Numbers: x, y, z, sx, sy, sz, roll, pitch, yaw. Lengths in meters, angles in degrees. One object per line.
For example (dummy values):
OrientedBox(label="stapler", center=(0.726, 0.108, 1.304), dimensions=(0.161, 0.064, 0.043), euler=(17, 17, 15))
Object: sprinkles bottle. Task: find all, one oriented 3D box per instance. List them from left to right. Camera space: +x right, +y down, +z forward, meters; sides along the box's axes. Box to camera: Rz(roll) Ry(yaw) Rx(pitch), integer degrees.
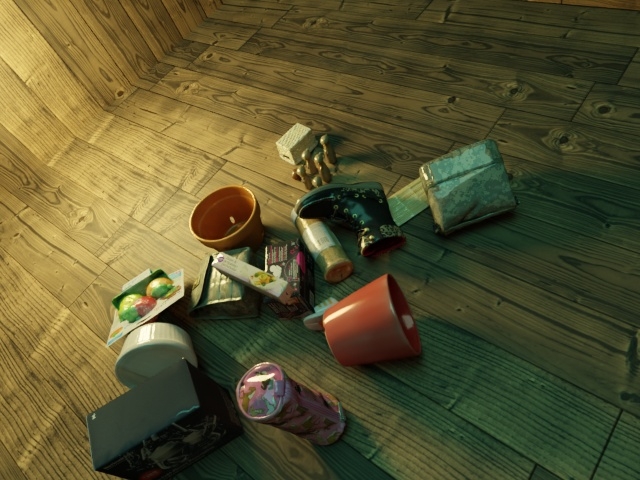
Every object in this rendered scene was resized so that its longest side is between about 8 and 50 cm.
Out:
OrientedBox(label="sprinkles bottle", center=(0.000, 0.000, 1.862), dimensions=(0.121, 0.121, 0.355), euler=(-29, 51, -2))

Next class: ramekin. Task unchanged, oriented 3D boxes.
OrientedBox(label="ramekin", center=(-0.575, 0.408, 1.697), dimensions=(0.273, 0.272, 0.127), euler=(-24, 40, 3))

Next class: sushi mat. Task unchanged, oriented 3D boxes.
OrientedBox(label="sushi mat", center=(0.382, -0.176, 1.915), dimensions=(0.317, 0.019, 0.151), euler=(-34, 52, -6))

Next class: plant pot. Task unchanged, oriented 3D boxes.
OrientedBox(label="plant pot", center=(-0.363, -0.056, 1.986), dimensions=(0.291, 0.203, 0.290), euler=(-10, 53, 13))
OrientedBox(label="plant pot", center=(0.157, 0.271, 1.531), dimensions=(0.243, 0.275, 0.274), euler=(-23, 50, 15))

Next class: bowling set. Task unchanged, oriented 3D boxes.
OrientedBox(label="bowling set", center=(-0.053, -0.311, 2.088), dimensions=(0.200, 0.154, 0.286), euler=(-4, 54, 18))

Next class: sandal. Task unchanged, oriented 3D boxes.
OrientedBox(label="sandal", center=(0.064, 0.236, 1.688), dimensions=(0.266, 0.101, 0.076), euler=(-19, 49, -4))

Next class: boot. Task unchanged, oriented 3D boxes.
OrientedBox(label="boot", center=(0.117, -0.073, 1.795), dimensions=(0.378, 0.138, 0.284), euler=(-9, 55, -24))

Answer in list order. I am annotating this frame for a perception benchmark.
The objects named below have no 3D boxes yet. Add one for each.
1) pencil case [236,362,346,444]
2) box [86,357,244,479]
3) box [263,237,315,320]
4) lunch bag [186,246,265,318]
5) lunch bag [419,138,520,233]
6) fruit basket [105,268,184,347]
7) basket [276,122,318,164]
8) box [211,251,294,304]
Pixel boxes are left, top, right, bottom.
OrientedBox(label="pencil case", center=(-0.072, 0.473, 1.369), dimensions=(0.167, 0.386, 0.160), euler=(-43, 47, 3))
OrientedBox(label="box", center=(-0.472, 0.575, 1.494), dimensions=(0.343, 0.312, 0.179), euler=(-31, 51, -3))
OrientedBox(label="box", center=(-0.113, 0.145, 1.771), dimensions=(0.142, 0.163, 0.247), euler=(-12, 53, 15))
OrientedBox(label="lunch bag", center=(-0.380, 0.172, 1.852), dimensions=(0.287, 0.169, 0.235), euler=(-10, 53, 20))
OrientedBox(label="lunch bag", center=(0.528, -0.180, 1.742), dimensions=(0.305, 0.212, 0.255), euler=(-19, 69, 9))
OrientedBox(label="fruit basket", center=(-0.671, 0.235, 1.839), dimensions=(0.327, 0.165, 0.353), euler=(-34, 15, -5))
OrientedBox(label="basket", center=(-0.113, -0.455, 2.249), dimensions=(0.113, 0.103, 0.167), euler=(32, 70, 34))
OrientedBox(label="box", center=(-0.240, 0.129, 1.682), dimensions=(0.324, 0.067, 0.063), euler=(20, 66, 31))
